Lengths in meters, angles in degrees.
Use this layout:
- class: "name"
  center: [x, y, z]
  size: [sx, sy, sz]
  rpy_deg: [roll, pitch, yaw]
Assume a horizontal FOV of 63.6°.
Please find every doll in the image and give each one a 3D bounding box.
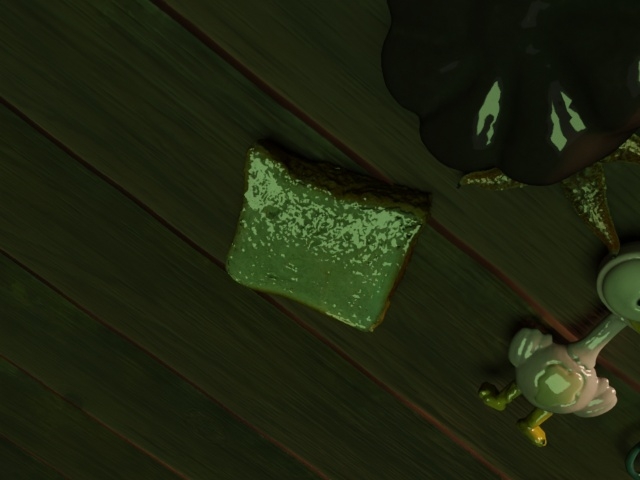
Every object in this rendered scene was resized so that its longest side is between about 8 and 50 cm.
- class: "doll"
  center: [0.372, 0.133, 0.682]
  size: [0.160, 0.094, 0.365]
  rpy_deg: [41, 126, 8]

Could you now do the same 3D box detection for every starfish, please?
- class: "starfish"
  center: [0.268, -0.093, 0.614]
  size: [0.247, 0.050, 0.138]
  rpy_deg: [27, 121, 12]

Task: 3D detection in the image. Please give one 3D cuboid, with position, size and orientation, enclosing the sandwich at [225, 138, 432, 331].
- class: "sandwich"
  center: [0.000, 0.000, 0.718]
  size: [0.251, 0.087, 0.226]
  rpy_deg: [21, 124, 3]

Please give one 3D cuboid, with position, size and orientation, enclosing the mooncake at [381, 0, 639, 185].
- class: "mooncake"
  center: [0.192, -0.200, 0.446]
  size: [0.306, 0.154, 0.306]
  rpy_deg: [28, 131, 37]

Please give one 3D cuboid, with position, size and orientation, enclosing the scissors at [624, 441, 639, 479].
- class: "scissors"
  center: [0.537, 0.248, 0.736]
  size: [0.137, 0.041, 0.289]
  rpy_deg: [3, 119, 1]
